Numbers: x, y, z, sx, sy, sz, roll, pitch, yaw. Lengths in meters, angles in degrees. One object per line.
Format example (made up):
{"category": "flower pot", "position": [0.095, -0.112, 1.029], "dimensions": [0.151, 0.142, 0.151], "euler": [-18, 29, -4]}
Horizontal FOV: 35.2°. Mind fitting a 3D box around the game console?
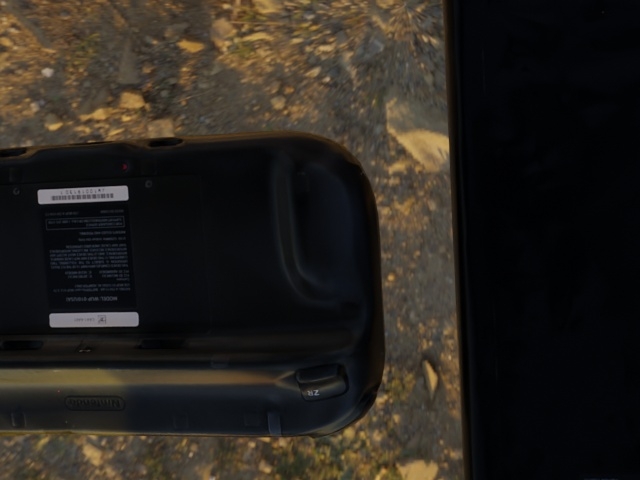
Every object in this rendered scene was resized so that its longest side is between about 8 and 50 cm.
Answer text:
{"category": "game console", "position": [0.000, 0.000, 0.338], "dimensions": [0.361, 0.044, 0.213], "euler": [-2, 87, 15]}
